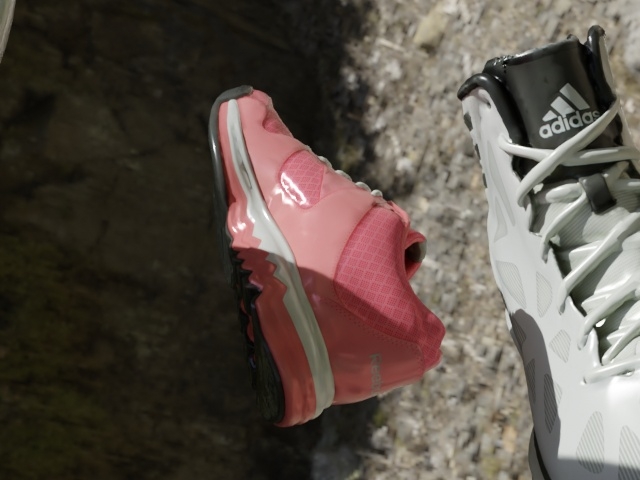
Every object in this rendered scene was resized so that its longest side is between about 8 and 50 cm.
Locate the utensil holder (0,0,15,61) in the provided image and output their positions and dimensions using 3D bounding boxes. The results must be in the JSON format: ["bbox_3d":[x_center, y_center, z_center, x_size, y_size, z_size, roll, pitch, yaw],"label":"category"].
[{"bbox_3d":[-0.333,-0.090,0.648,0.385,0.328,0.327,142,138,-70],"label":"utensil holder"}]

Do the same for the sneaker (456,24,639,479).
[{"bbox_3d":[0.171,0.013,0.806,0.169,0.257,0.447,-22,23,4],"label":"sneaker"}]

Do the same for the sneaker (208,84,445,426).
[{"bbox_3d":[0.000,0.001,0.862,0.314,0.136,0.116,-108,13,-47],"label":"sneaker"}]
